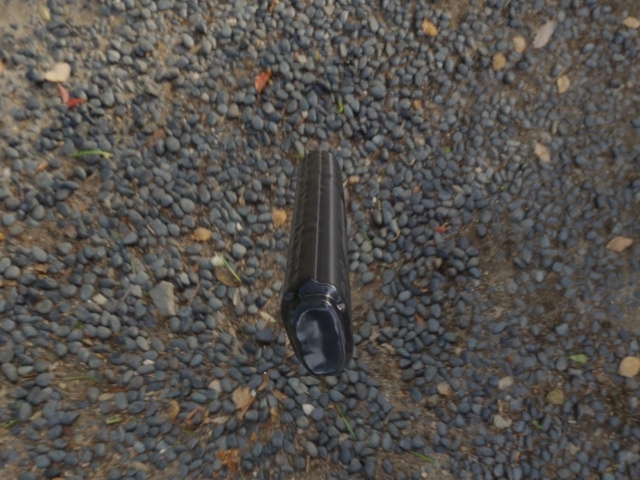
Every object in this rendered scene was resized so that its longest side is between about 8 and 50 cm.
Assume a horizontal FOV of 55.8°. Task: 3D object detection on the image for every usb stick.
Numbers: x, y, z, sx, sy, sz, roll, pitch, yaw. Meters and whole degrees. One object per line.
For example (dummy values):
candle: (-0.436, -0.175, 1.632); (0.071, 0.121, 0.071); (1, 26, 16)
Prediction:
usb stick: (0.000, 0.000, 0.493); (0.045, 0.278, 0.077); (-8, 117, 4)
